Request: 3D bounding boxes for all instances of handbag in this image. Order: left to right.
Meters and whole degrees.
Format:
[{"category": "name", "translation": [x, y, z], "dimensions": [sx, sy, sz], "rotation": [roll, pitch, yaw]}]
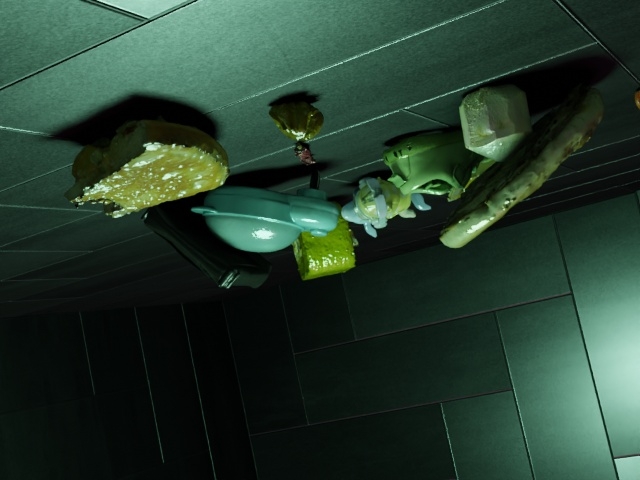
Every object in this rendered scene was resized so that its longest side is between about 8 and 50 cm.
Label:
[{"category": "handbag", "translation": [-0.237, 0.019, 1.913], "dimensions": [0.080, 0.246, 0.223], "rotation": [-56, 163, 11]}]

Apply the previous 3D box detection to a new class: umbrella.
[{"category": "umbrella", "translation": [-0.029, -0.156, 1.674], "dimensions": [0.027, 0.025, 0.165], "rotation": [-35, 173, 4]}]

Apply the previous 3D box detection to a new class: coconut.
[{"category": "coconut", "translation": [0.294, -0.191, 1.537], "dimensions": [0.116, 0.122, 0.116], "rotation": [-12, 174, -1]}]

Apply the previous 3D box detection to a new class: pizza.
[{"category": "pizza", "translation": [-0.257, -0.114, 1.362], "dimensions": [0.223, 0.090, 0.323], "rotation": [-19, 170, 9]}]

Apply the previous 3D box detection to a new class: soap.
[{"category": "soap", "translation": [0.358, -0.155, 2.121], "dimensions": [0.134, 0.076, 0.233], "rotation": [-12, 172, 2]}]

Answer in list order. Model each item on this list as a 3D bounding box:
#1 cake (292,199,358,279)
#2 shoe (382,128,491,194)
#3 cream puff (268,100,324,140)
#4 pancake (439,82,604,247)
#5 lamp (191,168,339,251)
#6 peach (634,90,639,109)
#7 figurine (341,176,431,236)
[{"category": "cake", "translation": [0.000, 0.000, 2.326], "dimensions": [0.156, 0.179, 0.260], "rotation": [-10, 176, -10]}, {"category": "shoe", "translation": [0.239, -0.155, 1.821], "dimensions": [0.262, 0.128, 0.140], "rotation": [-5, -176, -30]}, {"category": "cream puff", "translation": [-0.034, -0.175, 1.367], "dimensions": [0.083, 0.058, 0.083], "rotation": [-9, 174, -11]}, {"category": "pancake", "translation": [0.362, -0.137, 1.647], "dimensions": [0.382, 0.071, 0.382], "rotation": [-46, -178, 2]}, {"category": "lamp", "translation": [-0.106, -0.052, 1.853], "dimensions": [0.283, 0.147, 0.209], "rotation": [-12, 175, 1]}, {"category": "peach", "translation": [0.654, -0.271, 1.768], "dimensions": [0.098, 0.062, 0.098], "rotation": [-10, 180, 0]}, {"category": "figurine", "translation": [0.145, -0.090, 2.107], "dimensions": [0.208, 0.129, 0.184], "rotation": [-19, 171, -9]}]
